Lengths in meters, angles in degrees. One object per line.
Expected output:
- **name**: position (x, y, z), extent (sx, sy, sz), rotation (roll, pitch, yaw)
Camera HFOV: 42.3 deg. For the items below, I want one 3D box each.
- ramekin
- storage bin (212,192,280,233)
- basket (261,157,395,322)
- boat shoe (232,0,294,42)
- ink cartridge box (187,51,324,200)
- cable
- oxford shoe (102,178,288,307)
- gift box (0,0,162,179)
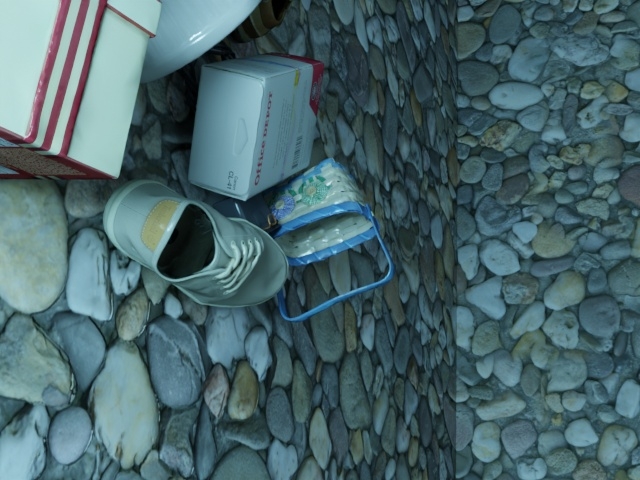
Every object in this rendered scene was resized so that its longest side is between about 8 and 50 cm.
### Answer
- **ramekin**: position (-0.226, -0.373, 1.276), extent (0.127, 0.273, 0.273), rotation (53, 36, -30)
- **storage bin**: position (-0.142, -0.048, 1.586), extent (0.091, 0.098, 0.135), rotation (69, 25, -7)
- **basket**: position (0.000, 0.000, 1.706), extent (0.201, 0.254, 0.289), rotation (31, 37, -63)
- **boat shoe**: position (-0.101, -0.536, 1.772), extent (0.122, 0.120, 0.324), rotation (61, 31, -41)
- **ink cartridge box**: position (-0.114, -0.228, 1.563), extent (0.306, 0.131, 0.226), rotation (-35, 138, -63)
- **cable**: position (-0.213, -0.321, 1.559), extent (0.184, 0.047, 0.150), rotation (-53, 127, -53)
- **oxford shoe**: position (-0.173, 0.029, 1.377), extent (0.449, 0.130, 0.169), rotation (34, 81, -57)
- **gift box**: position (-0.368, -0.224, 0.914), extent (0.255, 0.276, 0.258), rotation (30, 69, -60)
